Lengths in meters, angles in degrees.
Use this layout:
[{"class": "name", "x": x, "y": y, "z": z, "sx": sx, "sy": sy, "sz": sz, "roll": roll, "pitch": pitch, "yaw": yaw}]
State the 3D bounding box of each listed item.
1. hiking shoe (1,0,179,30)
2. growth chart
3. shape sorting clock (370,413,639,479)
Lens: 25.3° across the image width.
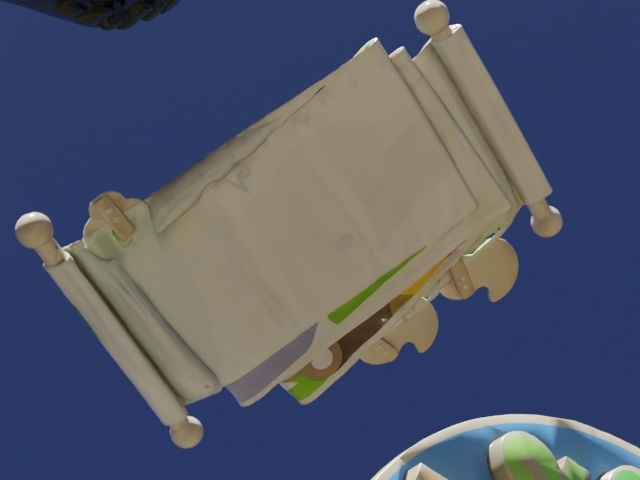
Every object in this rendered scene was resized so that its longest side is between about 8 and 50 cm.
[{"class": "hiking shoe", "x": -0.141, "y": -0.159, "z": 0.602, "sx": 0.132, "sy": 0.304, "sz": 0.113, "roll": 47, "pitch": -54, "yaw": 14}, {"class": "growth chart", "x": 0.000, "y": 0.000, "z": 0.664, "sx": 0.237, "sy": 0.021, "sz": 0.172, "roll": -31, "pitch": -57, "yaw": -10}, {"class": "shape sorting clock", "x": 0.085, "y": 0.148, "z": 0.424, "sx": 0.206, "sy": 0.206, "sz": 0.040, "roll": 18, "pitch": -37, "yaw": -18}]
